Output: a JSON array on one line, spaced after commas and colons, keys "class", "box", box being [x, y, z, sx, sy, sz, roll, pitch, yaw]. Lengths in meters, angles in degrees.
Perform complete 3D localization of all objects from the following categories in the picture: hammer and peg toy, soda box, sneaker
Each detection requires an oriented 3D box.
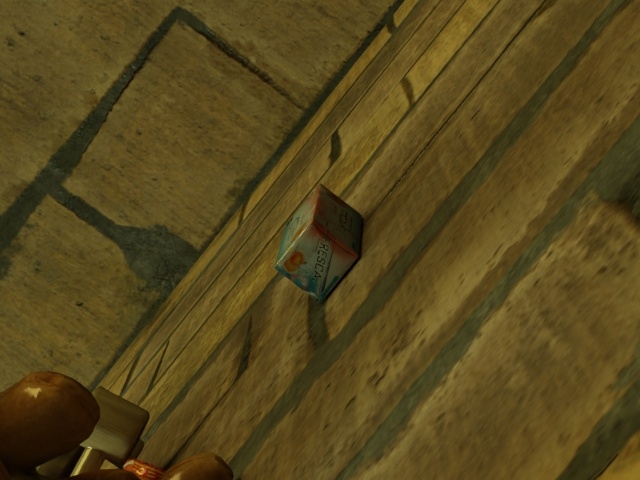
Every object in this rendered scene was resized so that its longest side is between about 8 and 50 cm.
[{"class": "hammer and peg toy", "box": [-0.296, 0.272, 1.659, 0.266, 0.127, 0.361, -56, -2, -30]}, {"class": "soda box", "box": [0.000, 0.000, 1.621, 0.063, 0.058, 0.183, -51, 6, 12]}, {"class": "sneaker", "box": [-0.162, 0.242, 1.480, 0.175, 0.064, 0.067, 123, 170, -61]}]

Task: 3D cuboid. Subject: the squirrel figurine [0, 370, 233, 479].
[{"class": "squirrel figurine", "box": [-0.329, 0.226, 1.294, 0.397, 0.370, 0.281, -45, 10, 46]}]
